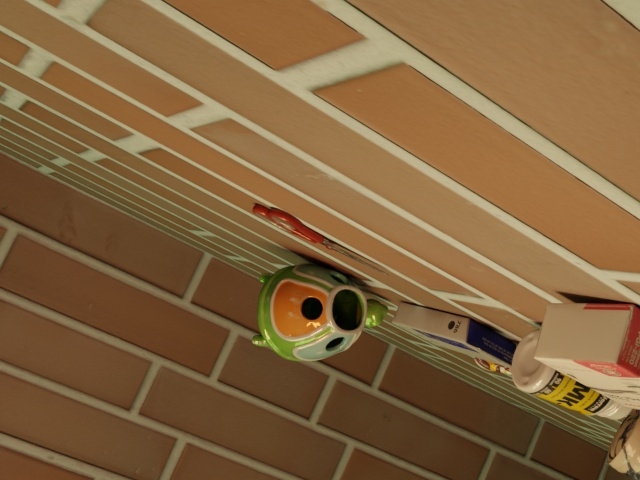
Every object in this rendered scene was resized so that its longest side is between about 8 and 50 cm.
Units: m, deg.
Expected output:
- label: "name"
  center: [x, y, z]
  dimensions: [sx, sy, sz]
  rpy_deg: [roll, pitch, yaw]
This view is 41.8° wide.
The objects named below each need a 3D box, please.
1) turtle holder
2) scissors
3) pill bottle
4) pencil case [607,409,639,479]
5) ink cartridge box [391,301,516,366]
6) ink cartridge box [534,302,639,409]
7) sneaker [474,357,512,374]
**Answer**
- label: "turtle holder"
  center: [0.008, 0.189, 2.044]
  dimensions: [0.227, 0.243, 0.320]
  rpy_deg: [-9, 141, 43]
- label: "scissors"
  center: [0.000, 0.000, 1.656]
  dimensions: [0.297, 0.021, 0.109]
  rpy_deg: [28, 168, -28]
- label: "pill bottle"
  center: [0.463, 0.247, 1.517]
  dimensions: [0.208, 0.119, 0.119]
  rpy_deg: [22, 172, -18]
- label: "pencil case"
  center: [0.833, 0.517, 1.826]
  dimensions: [0.410, 0.183, 0.160]
  rpy_deg: [32, 159, 19]
- label: "ink cartridge box"
  center: [0.325, 0.221, 1.939]
  dimensions: [0.165, 0.065, 0.332]
  rpy_deg: [29, 171, -29]
- label: "ink cartridge box"
  center: [0.440, 0.171, 1.191]
  dimensions: [0.217, 0.092, 0.158]
  rpy_deg: [27, 164, -26]
- label: "sneaker"
  center: [0.466, 0.296, 2.030]
  dimensions: [0.185, 0.070, 0.084]
  rpy_deg: [20, 163, -9]
